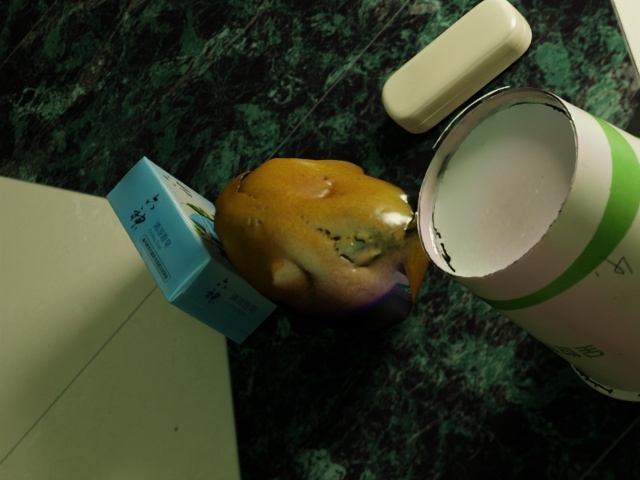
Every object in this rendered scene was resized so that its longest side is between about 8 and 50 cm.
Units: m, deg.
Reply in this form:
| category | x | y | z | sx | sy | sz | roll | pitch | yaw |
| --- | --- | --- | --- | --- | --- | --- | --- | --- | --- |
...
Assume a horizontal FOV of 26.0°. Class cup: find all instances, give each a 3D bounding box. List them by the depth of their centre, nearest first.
| category | x | y | z | sx | sy | sz | roll | pitch | yaw |
| --- | --- | --- | --- | --- | --- | --- | --- | --- | --- |
| cup | 0.246 | -0.002 | 1.307 | 0.253 | 0.274 | 0.253 | -29 | 48 | 39 |

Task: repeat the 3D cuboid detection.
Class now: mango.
| category | x | y | z | sx | sy | sz | roll | pitch | yaw |
| --- | --- | --- | --- | --- | --- | --- | --- | --- | --- |
| mango | 0.000 | 0.000 | 1.602 | 0.201 | 0.152 | 0.287 | -24 | 35 | -35 |

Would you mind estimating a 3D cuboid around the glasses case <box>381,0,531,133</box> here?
| category | x | y | z | sx | sy | sz | roll | pitch | yaw |
| --- | --- | --- | --- | --- | --- | --- | --- | --- | --- |
| glasses case | 0.163 | -0.210 | 1.674 | 0.196 | 0.050 | 0.083 | -37 | 45 | 17 |

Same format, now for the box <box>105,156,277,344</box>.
| category | x | y | z | sx | sy | sz | roll | pitch | yaw |
| --- | --- | --- | --- | --- | --- | --- | --- | --- | --- |
| box | -0.163 | 0.011 | 1.749 | 0.083 | 0.143 | 0.232 | -45 | 45 | 10 |

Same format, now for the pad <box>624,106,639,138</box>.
| category | x | y | z | sx | sy | sz | roll | pitch | yaw |
| --- | --- | --- | --- | --- | --- | --- | --- | --- | --- |
| pad | 0.400 | -0.143 | 1.472 | 0.127 | 0.004 | 0.190 | 31 | 88 | 45 |
